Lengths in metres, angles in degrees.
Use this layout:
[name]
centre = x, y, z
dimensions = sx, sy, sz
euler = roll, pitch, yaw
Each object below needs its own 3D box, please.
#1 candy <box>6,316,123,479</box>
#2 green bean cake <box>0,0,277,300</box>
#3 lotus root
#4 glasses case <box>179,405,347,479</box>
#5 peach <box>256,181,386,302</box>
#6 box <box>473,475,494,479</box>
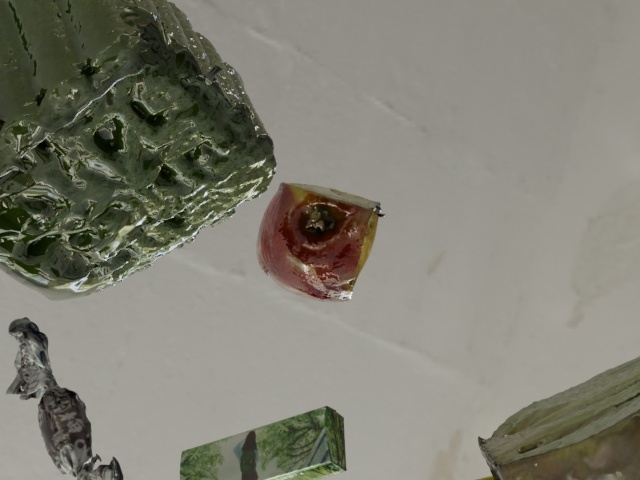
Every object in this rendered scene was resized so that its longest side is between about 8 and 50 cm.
[candy]
centre = -0.255, 0.175, 1.229
dimensions = 0.051, 0.226, 0.094
euler = -16, -34, -32
[green bean cake]
centre = -0.235, -0.105, 1.320
dimensions = 0.335, 0.218, 0.319
euler = -33, -39, 13
[lotus root]
centre = 0.274, 0.179, 1.037
dimensions = 0.260, 0.267, 0.149
euler = -26, -95, -13
[glasses case]
centre = -0.091, 0.337, 1.928
dimensions = 0.062, 0.272, 0.095
euler = 40, -143, -45
[peach]
centre = -0.006, -0.002, 1.707
dimensions = 0.267, 0.154, 0.158
euler = -53, -16, -82
[box]
centre = 0.138, 0.319, 1.385
dimensions = 0.155, 0.023, 0.087
euler = -13, -103, -15
